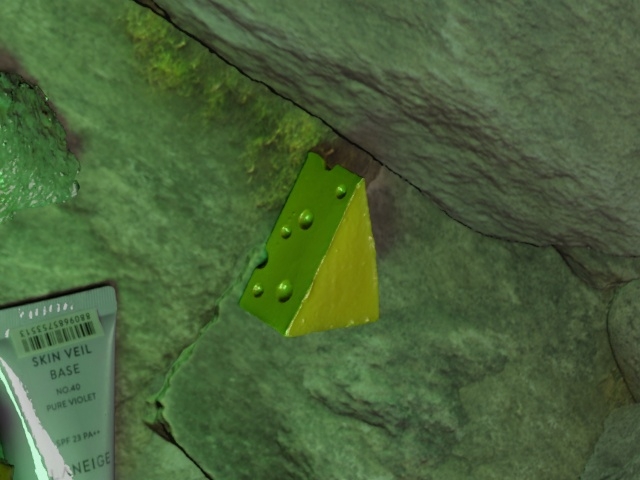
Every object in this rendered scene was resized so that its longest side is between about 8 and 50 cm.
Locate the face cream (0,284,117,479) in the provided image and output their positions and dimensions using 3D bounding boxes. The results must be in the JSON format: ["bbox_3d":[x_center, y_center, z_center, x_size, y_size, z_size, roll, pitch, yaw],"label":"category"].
[{"bbox_3d":[-0.257,0.188,1.798,0.154,0.096,0.274,-12,106,-34],"label":"face cream"}]

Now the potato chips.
[{"bbox_3d":[-0.320,-0.069,1.620,0.228,0.059,0.167,-30,138,-27],"label":"potato chips"}]

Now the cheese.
[{"bbox_3d":[0.000,0.000,1.917,0.126,0.093,0.171,-6,114,-37],"label":"cheese"}]

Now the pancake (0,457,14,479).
[{"bbox_3d":[-0.443,0.263,1.547,0.426,0.067,0.305,-10,79,-33],"label":"pancake"}]
